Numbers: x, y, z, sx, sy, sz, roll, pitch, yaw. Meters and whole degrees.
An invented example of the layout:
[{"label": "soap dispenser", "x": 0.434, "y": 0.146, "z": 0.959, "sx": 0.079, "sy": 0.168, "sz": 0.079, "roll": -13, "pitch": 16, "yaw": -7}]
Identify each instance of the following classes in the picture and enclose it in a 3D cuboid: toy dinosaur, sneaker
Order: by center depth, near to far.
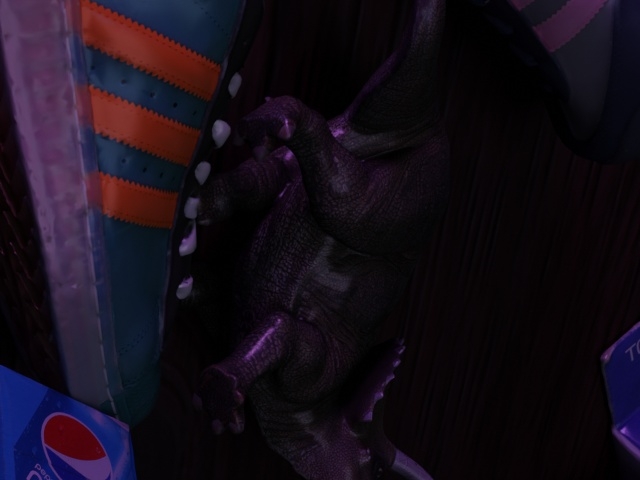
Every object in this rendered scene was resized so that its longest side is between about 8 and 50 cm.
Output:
[{"label": "sneaker", "x": -0.074, "y": -0.058, "z": 0.480, "sx": 0.121, "sy": 0.108, "sz": 0.302, "roll": -16, "pitch": 120, "yaw": -27}, {"label": "sneaker", "x": 0.074, "y": -0.149, "z": 0.570, "sx": 0.131, "sy": 0.112, "sz": 0.319, "roll": -27, "pitch": 126, "yaw": -4}, {"label": "toy dinosaur", "x": 0.000, "y": 0.000, "z": 0.588, "sx": 0.160, "sy": 0.121, "sz": 0.313, "roll": -5, "pitch": 111, "yaw": -50}]

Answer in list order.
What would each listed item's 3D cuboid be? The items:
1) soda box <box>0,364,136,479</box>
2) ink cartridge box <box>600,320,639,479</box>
[{"label": "soda box", "x": -0.167, "y": 0.136, "z": 0.474, "sx": 0.210, "sy": 0.067, "sz": 0.071, "roll": -35, "pitch": 136, "yaw": 19}, {"label": "ink cartridge box", "x": 0.370, "y": 0.126, "z": 0.963, "sx": 0.324, "sy": 0.071, "sz": 0.330, "roll": -36, "pitch": 132, "yaw": -18}]
